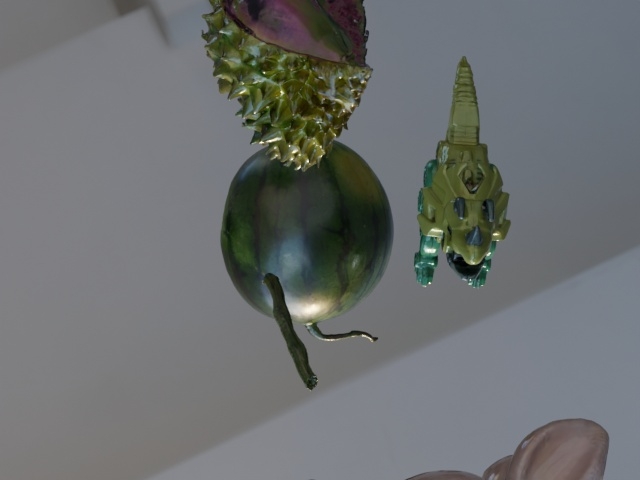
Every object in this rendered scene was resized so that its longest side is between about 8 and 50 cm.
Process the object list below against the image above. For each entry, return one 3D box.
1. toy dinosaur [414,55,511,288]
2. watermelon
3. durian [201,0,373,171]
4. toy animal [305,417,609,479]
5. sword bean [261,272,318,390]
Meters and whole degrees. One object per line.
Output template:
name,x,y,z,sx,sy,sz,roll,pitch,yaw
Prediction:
toy dinosaur,0.141,-0.061,1.646,0.153,0.094,0.259,104,169,-57
watermelon,-0.002,-0.008,1.819,0.127,0.204,0.232,-12,74,63
durian,-0.037,-0.120,1.102,0.119,0.108,0.187,-61,17,25
toy animal,0.073,0.170,0.860,0.124,0.212,0.124,49,148,48
sword bean,-0.018,0.051,0.933,0.012,0.012,0.083,74,175,-52
